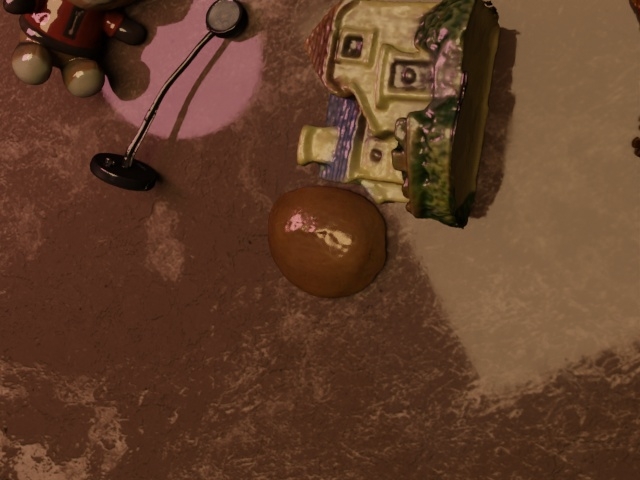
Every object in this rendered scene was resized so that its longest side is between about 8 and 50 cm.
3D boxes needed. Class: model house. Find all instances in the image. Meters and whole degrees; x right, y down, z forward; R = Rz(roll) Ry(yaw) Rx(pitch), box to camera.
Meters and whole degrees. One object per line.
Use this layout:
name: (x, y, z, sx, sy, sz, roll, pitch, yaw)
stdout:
model house: (0.097, -0.193, 1.142, 0.267, 0.261, 0.321, 10, 95, 21)

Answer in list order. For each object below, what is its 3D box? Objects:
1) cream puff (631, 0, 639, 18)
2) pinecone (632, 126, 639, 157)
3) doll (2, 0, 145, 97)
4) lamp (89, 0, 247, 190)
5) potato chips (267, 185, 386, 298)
cream puff: (0.508, -0.358, 1.036, 0.169, 0.183, 0.183, -17, 90, -4)
pinecone: (0.510, -0.115, 1.056, 0.179, 0.150, 0.195, -17, 94, 15)
doll: (-0.399, -0.410, 1.346, 0.329, 0.235, 0.174, -60, 36, 20)
lamp: (-0.246, -0.245, 1.377, 0.130, 0.108, 0.371, 34, 92, 26)
potato chips: (0.001, 0.001, 1.305, 0.208, 0.062, 0.195, 44, 111, 8)
